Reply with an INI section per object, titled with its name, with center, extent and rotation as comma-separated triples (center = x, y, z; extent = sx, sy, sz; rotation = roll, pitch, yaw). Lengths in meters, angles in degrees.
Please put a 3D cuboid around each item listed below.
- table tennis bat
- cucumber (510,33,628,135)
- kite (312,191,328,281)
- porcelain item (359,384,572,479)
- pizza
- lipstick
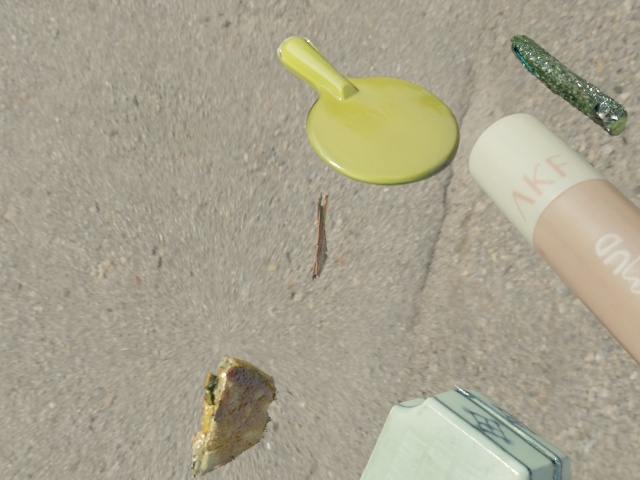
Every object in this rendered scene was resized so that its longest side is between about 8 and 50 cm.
[table tennis bat]
center = 0.053, -0.207, 1.294
extent = 0.224, 0.054, 0.368
rotation = -30, 57, -24
[cucumber]
center = 0.356, -0.236, 1.231
extent = 0.044, 0.043, 0.256
rotation = -15, 46, -22
[kite]
center = 0.000, 0.000, 1.553
extent = 0.014, 0.241, 0.183
rotation = 5, 65, 8
[porcelain item]
center = 0.207, 0.377, 1.203
extent = 0.157, 0.281, 0.286
rotation = 5, 111, -46
[pizza]
center = -0.167, 0.326, 1.554
extent = 0.147, 0.069, 0.226
rotation = 10, 96, -36
[lipstick]
center = 0.191, 0.006, 0.562
extent = 0.070, 0.070, 0.254
rotation = -22, 44, -9
